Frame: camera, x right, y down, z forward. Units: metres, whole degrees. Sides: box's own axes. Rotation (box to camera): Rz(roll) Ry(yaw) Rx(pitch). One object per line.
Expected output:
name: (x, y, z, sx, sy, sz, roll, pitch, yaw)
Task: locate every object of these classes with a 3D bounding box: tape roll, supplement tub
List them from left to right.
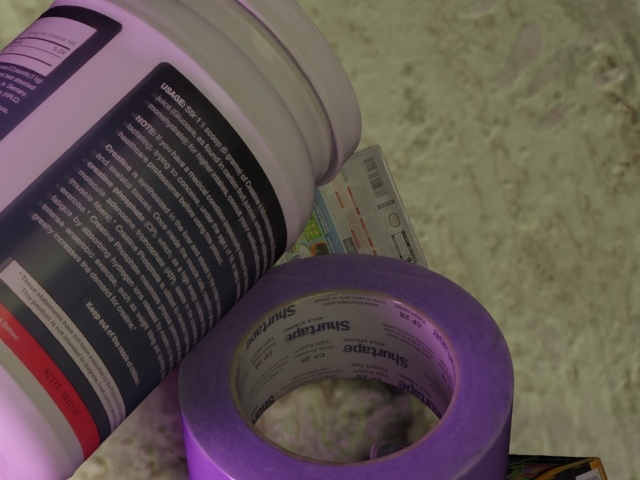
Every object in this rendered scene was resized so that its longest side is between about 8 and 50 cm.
supplement tub: (-0.126, -0.018, 0.880, 0.191, 0.191, 0.272, 47, 68, -8)
tape roll: (0.015, 0.101, 0.923, 0.189, 0.080, 0.189, -2, 44, 2)

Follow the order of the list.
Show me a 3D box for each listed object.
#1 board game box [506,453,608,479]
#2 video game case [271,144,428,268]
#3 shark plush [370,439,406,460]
board game box: (0.144, 0.216, 0.977, 0.048, 0.141, 0.170, -19, 90, -22)
video game case: (0.000, 0.000, 1.023, 0.122, 0.011, 0.087, -22, 92, -21)
shark plush: (0.063, 0.198, 0.990, 0.073, 0.067, 0.161, -16, 89, -21)
